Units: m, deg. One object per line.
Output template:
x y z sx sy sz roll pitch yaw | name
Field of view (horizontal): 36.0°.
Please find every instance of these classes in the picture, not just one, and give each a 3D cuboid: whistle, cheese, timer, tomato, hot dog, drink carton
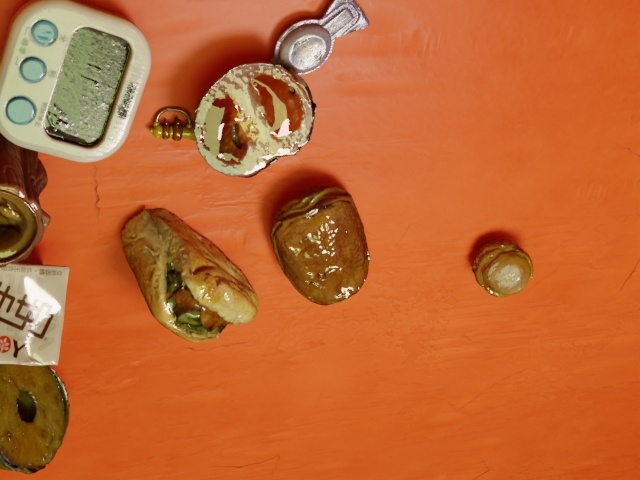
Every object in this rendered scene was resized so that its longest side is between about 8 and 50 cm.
-0.258 -0.209 1.820 0.109 0.046 0.057 7 139 -17 | whistle
-0.008 -0.367 1.786 0.191 0.042 0.105 -39 131 9 | cheese
-0.422 -0.269 1.659 0.237 0.087 0.262 14 106 -30 | timer
-0.131 -0.233 1.801 0.228 0.112 0.199 -26 116 -6 | tomato
0.000 0.000 2.028 0.196 0.122 0.272 -25 127 -3 | hot dog
-0.637 0.125 1.789 0.325 0.132 0.194 8 87 -42 | drink carton

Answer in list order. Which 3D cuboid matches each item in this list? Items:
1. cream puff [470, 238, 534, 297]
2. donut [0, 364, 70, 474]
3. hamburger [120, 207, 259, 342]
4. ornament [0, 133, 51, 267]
0.407 0.057 2.231 0.126 0.103 0.144 -45 128 10 | cream puff
-0.628 0.343 2.001 0.107 0.272 0.272 -8 135 23 | donut
-0.257 0.100 1.955 0.162 0.209 0.330 -35 128 8 | hamburger
-0.568 -0.076 1.692 0.221 0.217 0.235 24 114 -34 | ornament
